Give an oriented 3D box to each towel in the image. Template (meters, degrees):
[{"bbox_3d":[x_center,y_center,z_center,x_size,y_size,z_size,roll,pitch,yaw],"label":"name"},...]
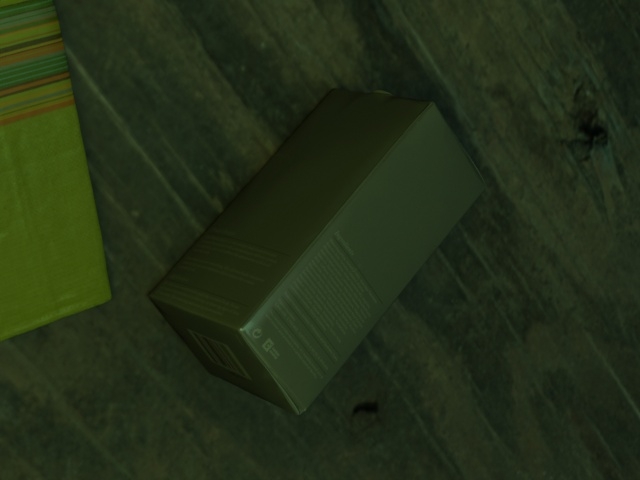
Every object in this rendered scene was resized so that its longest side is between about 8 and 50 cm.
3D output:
[{"bbox_3d":[-0.211,-0.053,1.053,0.102,0.021,0.237,-20,113,-28],"label":"towel"}]

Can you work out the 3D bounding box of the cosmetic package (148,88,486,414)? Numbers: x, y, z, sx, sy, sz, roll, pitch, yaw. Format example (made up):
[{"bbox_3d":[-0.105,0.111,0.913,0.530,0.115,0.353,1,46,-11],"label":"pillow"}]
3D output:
[{"bbox_3d":[0.000,0.000,1.165,0.238,0.127,0.107,-46,124,-20],"label":"cosmetic package"}]
